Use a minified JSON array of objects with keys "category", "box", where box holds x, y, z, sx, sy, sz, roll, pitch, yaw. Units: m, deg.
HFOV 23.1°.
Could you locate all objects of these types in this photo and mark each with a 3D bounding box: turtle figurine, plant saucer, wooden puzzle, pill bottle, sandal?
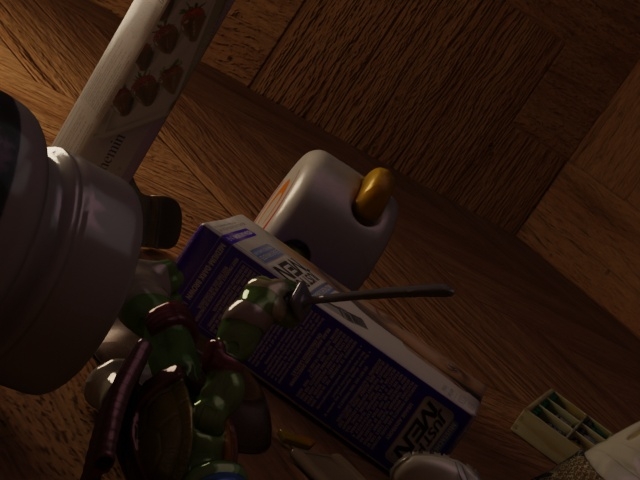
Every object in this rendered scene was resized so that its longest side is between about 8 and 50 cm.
[{"category":"turtle figurine","box":[-0.055,0.123,1.144,0.266,0.274,0.198,40,-23,53]},{"category":"plant saucer","box":[-0.119,0.117,1.410,0.198,0.036,0.198,32,9,-6]},{"category":"wooden puzzle","box":[0.012,0.215,1.430,0.078,0.014,0.116,17,18,-46]},{"category":"pill bottle","box":[-0.311,-0.038,1.038,0.361,0.204,0.204,27,12,-31]},{"category":"sandal","box":[-0.235,-0.033,1.717,0.079,0.088,0.240,4,-8,19]}]

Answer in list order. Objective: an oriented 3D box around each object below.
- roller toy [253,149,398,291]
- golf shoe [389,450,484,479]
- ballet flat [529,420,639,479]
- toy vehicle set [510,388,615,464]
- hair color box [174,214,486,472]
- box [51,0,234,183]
[{"category":"roller toy","box":[0.000,0.000,1.886,0.146,0.209,0.191,33,-10,-8]},{"category":"golf shoe","box":[0.139,0.263,1.466,0.176,0.069,0.086,34,16,5]},{"category":"ballet flat","box":[0.381,0.291,1.765,0.164,0.182,0.483,42,13,37]},{"category":"toy vehicle set","box":[0.361,0.281,2.175,0.166,0.035,0.267,36,10,12]},{"category":"hair color box","box":[0.005,0.110,1.646,0.339,0.110,0.185,37,9,5]},{"category":"box","box":[-0.190,-0.123,1.483,0.063,0.324,0.067,23,14,-36]}]
